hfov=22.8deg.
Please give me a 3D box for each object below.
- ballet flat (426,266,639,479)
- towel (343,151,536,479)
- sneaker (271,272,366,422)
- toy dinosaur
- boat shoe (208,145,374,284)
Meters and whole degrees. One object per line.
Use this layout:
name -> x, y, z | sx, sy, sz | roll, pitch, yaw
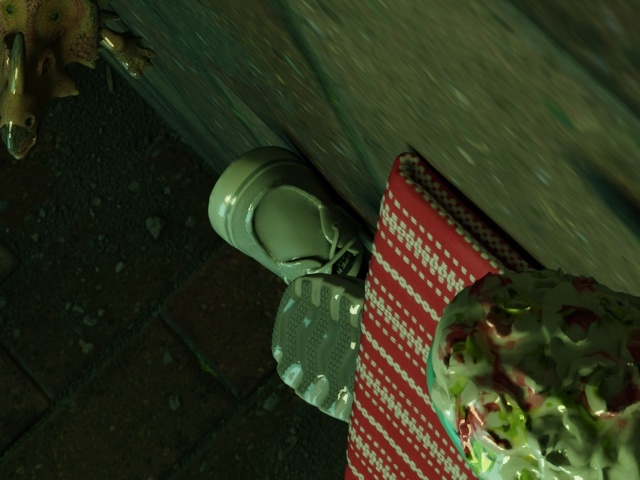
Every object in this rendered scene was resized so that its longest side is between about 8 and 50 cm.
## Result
ballet flat -> 0.134, 0.086, 0.410 | 0.241, 0.091, 0.077 | 42, 148, -13
towel -> 0.086, 0.108, 0.719 | 0.199, 0.031, 0.275 | 45, 152, 27
sneaker -> 0.103, 0.088, 0.876 | 0.115, 0.105, 0.281 | -7, -147, -44
toy dinosaur -> -0.214, -0.193, 1.055 | 0.296, 0.127, 0.200 | 58, 172, 10
boat shoe -> 0.000, 0.001, 1.148 | 0.081, 0.079, 0.227 | 37, 179, 29
